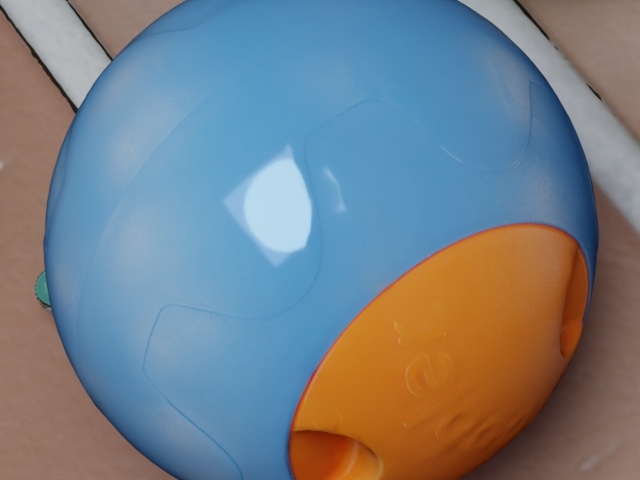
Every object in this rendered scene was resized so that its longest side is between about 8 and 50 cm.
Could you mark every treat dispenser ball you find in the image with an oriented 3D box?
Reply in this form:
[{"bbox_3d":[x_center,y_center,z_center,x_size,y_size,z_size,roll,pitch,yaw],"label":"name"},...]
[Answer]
[{"bbox_3d":[0.000,0.000,0.955,0.288,0.288,0.288,-3,77,12],"label":"treat dispenser ball"}]

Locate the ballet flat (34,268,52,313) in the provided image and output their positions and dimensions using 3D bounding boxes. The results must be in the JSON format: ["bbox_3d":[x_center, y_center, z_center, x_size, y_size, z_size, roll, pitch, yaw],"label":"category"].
[{"bbox_3d":[-0.118,0.046,1.102,0.114,0.041,0.041,26,84,16],"label":"ballet flat"}]
